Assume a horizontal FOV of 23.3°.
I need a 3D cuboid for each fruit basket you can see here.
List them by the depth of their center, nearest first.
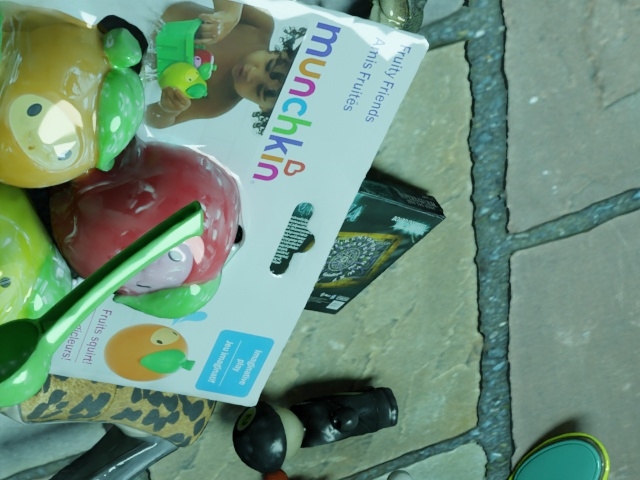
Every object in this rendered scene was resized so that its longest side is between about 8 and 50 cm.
[{"bbox_3d":[-0.153,-0.025,0.930,0.353,0.165,0.327,16,127,-15],"label":"fruit basket"}]

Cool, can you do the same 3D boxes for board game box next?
[{"bbox_3d":[0.000,0.000,1.139,0.126,0.026,0.186,-42,153,20],"label":"board game box"}]

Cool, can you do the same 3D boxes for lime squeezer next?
[{"bbox_3d":[-0.215,0.052,0.860,0.311,0.058,0.110,-7,135,-15],"label":"lime squeezer"}]

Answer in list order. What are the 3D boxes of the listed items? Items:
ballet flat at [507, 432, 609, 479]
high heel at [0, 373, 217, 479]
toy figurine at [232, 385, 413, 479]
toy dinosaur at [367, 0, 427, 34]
[{"bbox_3d":[0.219,0.263,1.549,0.077,0.077,0.231,-10,144,-51],"label":"ballet flat"},{"bbox_3d":[-0.171,0.073,1.152,0.186,0.093,0.261,-38,130,-27],"label":"high heel"},{"bbox_3d":[0.009,0.246,1.300,0.148,0.209,0.213,-9,136,-35],"label":"toy figurine"},{"bbox_3d":[-0.023,-0.083,1.056,0.118,0.064,0.268,3,135,-39],"label":"toy dinosaur"}]
